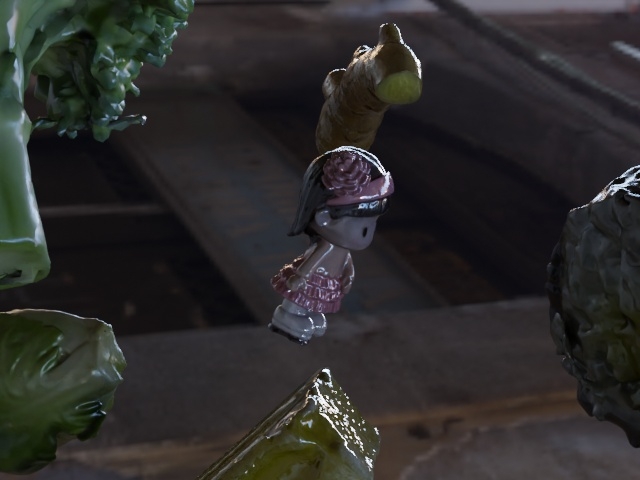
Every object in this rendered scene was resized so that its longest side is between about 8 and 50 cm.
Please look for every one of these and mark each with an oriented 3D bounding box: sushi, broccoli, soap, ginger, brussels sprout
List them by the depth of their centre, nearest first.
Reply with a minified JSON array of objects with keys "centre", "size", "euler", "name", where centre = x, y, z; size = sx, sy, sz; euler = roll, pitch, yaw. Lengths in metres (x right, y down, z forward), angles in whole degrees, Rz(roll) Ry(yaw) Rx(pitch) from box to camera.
[{"centre":[-0.173,-0.151,0.720],"size":[0.302,0.249,0.375],"euler":[53,2,18],"name":"broccoli"},{"centre":[-0.246,0.123,1.180],"size":[0.181,0.100,0.139],"euler":[-20,-66,34],"name":"brussels sprout"},{"centre":[-0.092,0.249,1.213],"size":[0.091,0.315,0.199],"euler":[49,6,-1],"name":"soap"},{"centre":[0.393,0.048,1.344],"size":[0.299,0.294,0.281],"euler":[32,-41,51],"name":"sushi"},{"centre":[0.050,-0.150,1.520],"size":[0.299,0.065,0.118],"euler":[154,-68,-75],"name":"ginger"}]

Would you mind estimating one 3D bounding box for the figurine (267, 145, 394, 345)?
[{"centre":[0.000,0.000,0.884],"size":[0.054,0.072,0.129],"euler":[32,-72,20],"name":"figurine"}]
